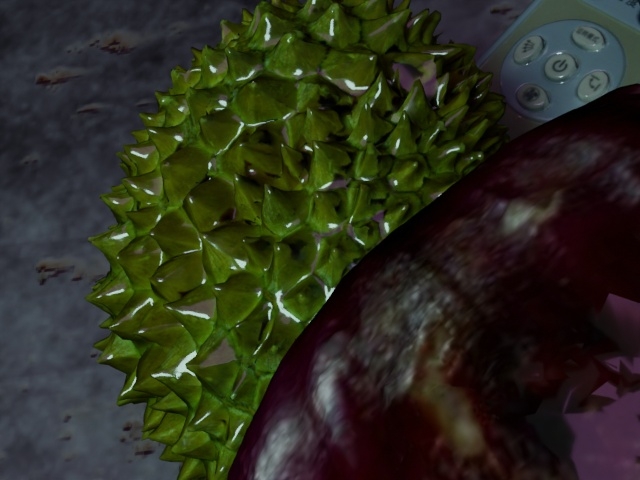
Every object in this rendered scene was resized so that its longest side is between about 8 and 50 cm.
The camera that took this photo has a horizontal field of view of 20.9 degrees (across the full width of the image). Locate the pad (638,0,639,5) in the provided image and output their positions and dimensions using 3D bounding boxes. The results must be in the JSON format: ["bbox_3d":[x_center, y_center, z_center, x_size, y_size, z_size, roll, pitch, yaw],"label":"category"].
[{"bbox_3d":[0.304,-0.071,0.762,0.270,0.012,0.269,-22,60,1],"label":"pad"}]

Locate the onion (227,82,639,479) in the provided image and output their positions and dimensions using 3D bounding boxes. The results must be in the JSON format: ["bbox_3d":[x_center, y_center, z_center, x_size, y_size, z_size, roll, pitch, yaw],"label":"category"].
[{"bbox_3d":[0.106,0.125,0.554,0.260,0.337,0.282,-45,71,2],"label":"onion"}]

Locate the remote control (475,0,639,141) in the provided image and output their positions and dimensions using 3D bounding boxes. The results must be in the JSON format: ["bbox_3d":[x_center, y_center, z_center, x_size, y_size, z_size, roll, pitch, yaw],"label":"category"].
[{"bbox_3d":[0.146,-0.099,0.848,0.244,0.047,0.087,-46,52,-11],"label":"remote control"}]

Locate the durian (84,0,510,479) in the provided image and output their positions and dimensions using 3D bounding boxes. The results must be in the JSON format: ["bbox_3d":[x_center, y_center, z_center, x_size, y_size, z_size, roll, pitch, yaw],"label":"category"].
[{"bbox_3d":[-0.001,0.003,0.750,0.200,0.176,0.236,-9,62,25],"label":"durian"}]
